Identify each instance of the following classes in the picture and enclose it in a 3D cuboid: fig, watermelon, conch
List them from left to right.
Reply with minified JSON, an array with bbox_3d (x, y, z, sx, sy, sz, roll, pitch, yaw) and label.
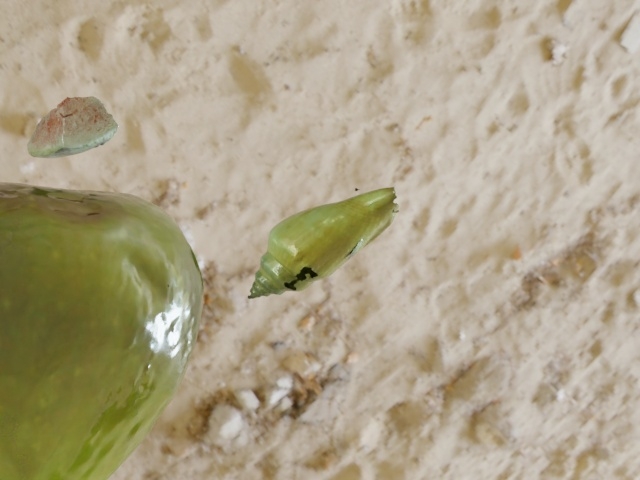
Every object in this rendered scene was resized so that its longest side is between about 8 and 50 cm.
[{"bbox_3d":[-0.186,0.101,0.621,0.206,0.206,0.275,2,93,-36],"label":"fig"},{"bbox_3d":[-0.459,-0.191,1.712,0.180,0.094,0.081,-31,177,14],"label":"watermelon"},{"bbox_3d":[-0.001,0.004,1.076,0.201,0.079,0.095,-23,163,3],"label":"conch"}]
